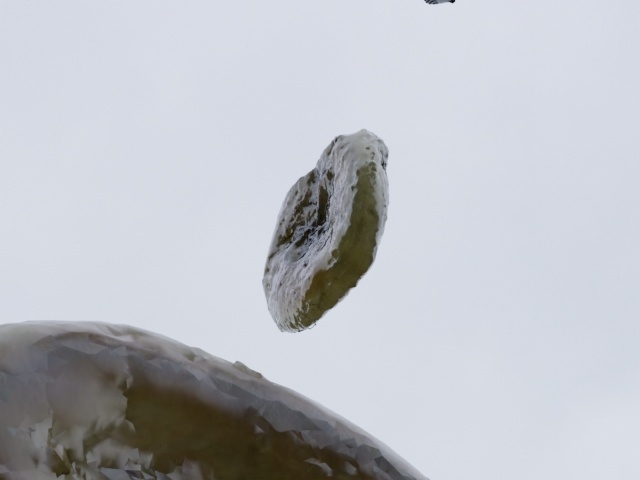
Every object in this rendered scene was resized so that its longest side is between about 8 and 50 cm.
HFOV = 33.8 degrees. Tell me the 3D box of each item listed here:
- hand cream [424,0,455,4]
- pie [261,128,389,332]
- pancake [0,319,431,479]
[{"bbox_3d":[0.192,-0.266,0.876,0.271,0.061,0.120,-12,-22,25],"label":"hand cream"},{"bbox_3d":[0.003,0.001,0.997,0.052,0.185,0.218,20,-39,-23],"label":"pie"},{"bbox_3d":[-0.030,0.154,0.267,0.356,0.356,0.065,31,-59,-4],"label":"pancake"}]
